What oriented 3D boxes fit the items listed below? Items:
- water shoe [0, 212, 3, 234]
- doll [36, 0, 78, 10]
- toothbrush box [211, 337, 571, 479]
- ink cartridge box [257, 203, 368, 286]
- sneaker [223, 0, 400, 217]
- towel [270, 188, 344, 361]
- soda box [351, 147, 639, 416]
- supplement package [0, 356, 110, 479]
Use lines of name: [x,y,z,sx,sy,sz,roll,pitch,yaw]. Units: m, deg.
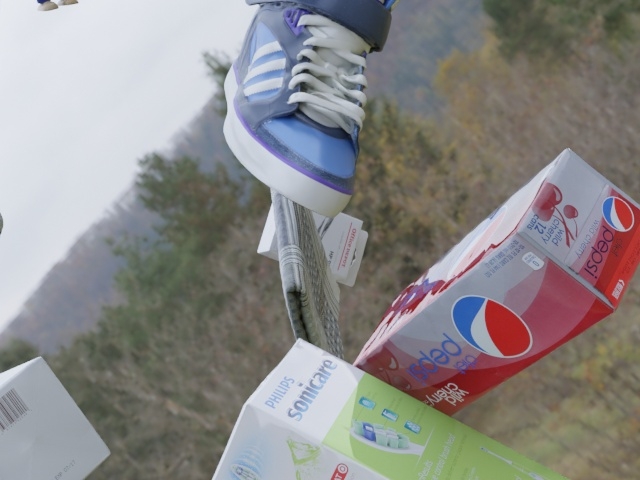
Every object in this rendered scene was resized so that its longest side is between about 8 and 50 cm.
water shoe: [-0.502,-0.031,1.494,0.073,0.203,0.080,117,166,-55]
doll: [-0.430,-0.464,1.890,0.129,0.189,0.046,-24,26,-36]
toothbrush box: [0.053,0.238,0.880,0.206,0.283,0.122,-66,-9,25]
ink cartridge box: [0.000,0.000,1.955,0.060,0.180,0.104,-15,57,67]
sneaker: [0.008,-0.193,1.219,0.236,0.130,0.323,-56,27,20]
towel: [-0.005,0.089,1.693,0.056,0.324,0.312,-13,36,3]
soda box: [0.122,0.046,0.862,0.092,0.083,0.263,-54,3,-34]
supplement package: [-0.371,0.240,1.310,0.244,0.134,0.139,-23,14,46]
